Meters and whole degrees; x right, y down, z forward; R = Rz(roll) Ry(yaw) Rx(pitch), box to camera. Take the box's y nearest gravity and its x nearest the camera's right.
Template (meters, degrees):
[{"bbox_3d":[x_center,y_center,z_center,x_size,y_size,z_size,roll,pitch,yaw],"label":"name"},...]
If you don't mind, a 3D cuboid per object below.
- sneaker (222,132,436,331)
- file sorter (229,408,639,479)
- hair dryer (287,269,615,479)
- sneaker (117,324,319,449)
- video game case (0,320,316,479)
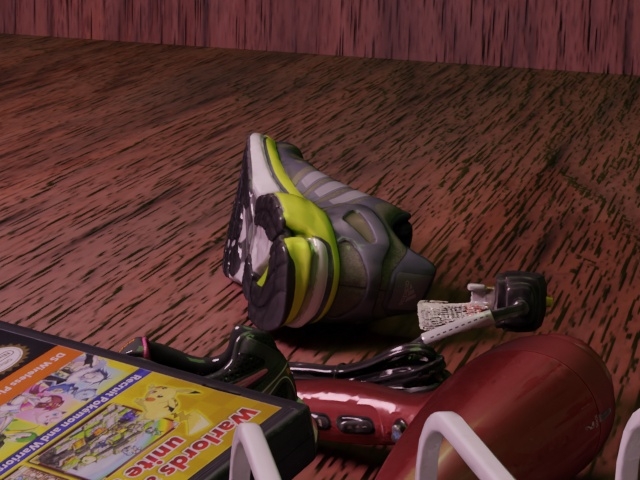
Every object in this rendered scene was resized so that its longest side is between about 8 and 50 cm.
[{"bbox_3d":[0.000,0.000,1.258,0.121,0.111,0.300,9,18,-13],"label":"sneaker"},{"bbox_3d":[0.110,0.147,0.482,0.277,0.173,0.193,-1,13,-10],"label":"file sorter"},{"bbox_3d":[0.046,0.104,0.915,0.223,0.080,0.293,-19,12,1],"label":"hair dryer"},{"bbox_3d":[-0.095,0.087,0.851,0.178,0.077,0.072,-16,14,-6],"label":"sneaker"},{"bbox_3d":[-0.181,0.119,0.715,0.248,0.035,0.275,11,31,35],"label":"video game case"}]
